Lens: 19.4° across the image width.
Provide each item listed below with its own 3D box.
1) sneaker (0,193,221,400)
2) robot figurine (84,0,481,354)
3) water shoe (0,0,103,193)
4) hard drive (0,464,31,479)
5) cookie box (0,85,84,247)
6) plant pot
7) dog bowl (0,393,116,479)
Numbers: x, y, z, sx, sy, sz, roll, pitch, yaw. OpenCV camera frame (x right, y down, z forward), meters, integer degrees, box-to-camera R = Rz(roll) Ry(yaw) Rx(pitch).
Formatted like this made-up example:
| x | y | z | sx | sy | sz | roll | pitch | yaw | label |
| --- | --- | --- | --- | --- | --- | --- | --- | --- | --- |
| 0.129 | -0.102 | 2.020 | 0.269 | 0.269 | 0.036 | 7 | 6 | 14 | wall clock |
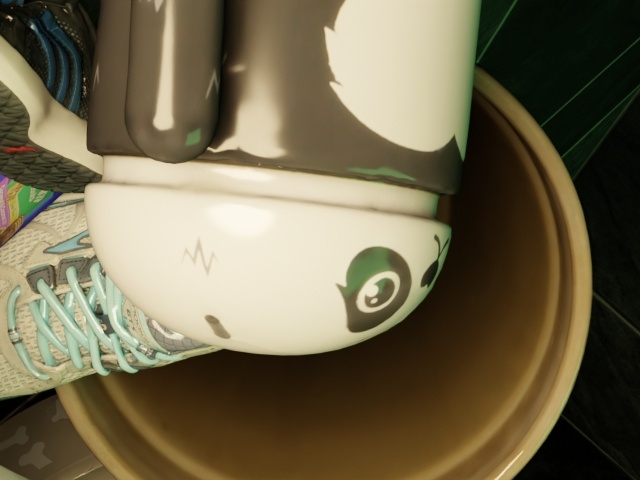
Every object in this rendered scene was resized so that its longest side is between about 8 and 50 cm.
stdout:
| x | y | z | sx | sy | sz | roll | pitch | yaw | label |
| --- | --- | --- | --- | --- | --- | --- | --- | --- | --- |
| -0.102 | 0.019 | 1.000 | 0.283 | 0.110 | 0.122 | -22 | -163 | 9 | sneaker |
| -0.012 | -0.088 | 0.840 | 0.173 | 0.209 | 0.278 | 6 | -91 | 63 | robot figurine |
| -0.145 | -0.084 | 0.843 | 0.203 | 0.073 | 0.080 | 50 | 42 | -69 | water shoe |
| -0.273 | 0.148 | 0.796 | 0.233 | 0.047 | 0.353 | -34 | 156 | 3 | hard drive |
| -0.161 | -0.041 | 0.970 | 0.107 | 0.040 | 0.092 | -44 | 169 | -26 | cookie box |
| 0.000 | 0.000 | 1.201 | 0.323 | 0.323 | 0.280 | -50 | -173 | 12 | plant pot |
| -0.166 | 0.244 | 1.491 | 0.349 | 0.102 | 0.349 | -20 | 140 | -18 | dog bowl |
